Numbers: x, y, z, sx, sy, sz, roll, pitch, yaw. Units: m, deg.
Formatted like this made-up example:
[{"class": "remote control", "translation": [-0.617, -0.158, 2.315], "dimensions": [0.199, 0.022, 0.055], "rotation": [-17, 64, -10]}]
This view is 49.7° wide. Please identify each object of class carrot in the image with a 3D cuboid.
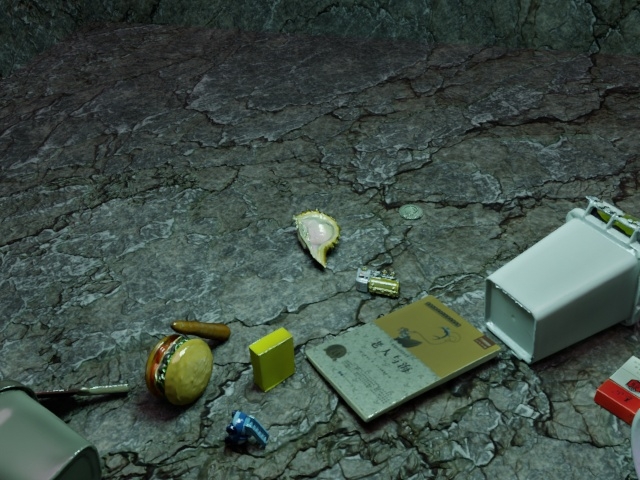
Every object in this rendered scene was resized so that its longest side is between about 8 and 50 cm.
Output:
[{"class": "carrot", "translation": [-0.280, 0.210, 1.624], "dimensions": [0.043, 0.248, 0.043], "rotation": [-4, 78, 21]}]

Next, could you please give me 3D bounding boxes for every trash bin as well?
[{"class": "trash bin", "translation": [0.586, 0.100, 1.655], "dimensions": [0.367, 0.296, 0.256], "rotation": [-25, 43, -18]}, {"class": "trash bin", "translation": [-0.580, 0.429, 1.338], "dimensions": [0.250, 0.220, 0.219], "rotation": [24, 45, 20]}]

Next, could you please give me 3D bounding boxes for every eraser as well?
[{"class": "eraser", "translation": [-0.108, 0.273, 1.581], "dimensions": [0.097, 0.122, 0.045], "rotation": [-27, 42, -30]}]

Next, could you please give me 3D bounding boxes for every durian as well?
[{"class": "durian", "translation": [-0.008, 0.007, 1.978], "dimensions": [0.140, 0.078, 0.224], "rotation": [3, 46, -13]}]

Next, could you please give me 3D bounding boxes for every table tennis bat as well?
[{"class": "table tennis bat", "translation": [-0.565, 0.338, 1.533], "dimensions": [0.274, 0.154, 0.021], "rotation": [0, 75, -24]}]

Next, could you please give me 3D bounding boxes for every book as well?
[{"class": "book", "translation": [0.193, 0.265, 1.636], "dimensions": [0.388, 0.032, 0.269], "rotation": [-21, 36, -25]}]

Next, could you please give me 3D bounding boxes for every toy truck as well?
[{"class": "toy truck", "translation": [0.153, 0.114, 1.839], "dimensions": [0.123, 0.052, 0.063], "rotation": [10, 45, 14]}, {"class": "toy truck", "translation": [-0.153, 0.404, 1.460], "dimensions": [0.090, 0.073, 0.056], "rotation": [17, 39, 2]}]

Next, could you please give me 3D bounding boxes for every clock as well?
[{"class": "clock", "translation": [0.279, -0.090, 2.138], "dimensions": [0.074, 0.010, 0.083], "rotation": [-3, 36, 0]}]

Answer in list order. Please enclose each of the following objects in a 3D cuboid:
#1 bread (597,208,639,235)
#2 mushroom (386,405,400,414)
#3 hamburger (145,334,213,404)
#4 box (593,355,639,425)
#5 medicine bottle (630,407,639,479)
[{"class": "bread", "translation": [0.830, 0.001, 1.939], "dimensions": [0.236, 0.070, 0.236], "rotation": [0, 36, 0]}, {"class": "mushroom", "translation": [0.161, 0.351, 1.548], "dimensions": [0.049, 0.019, 0.101], "rotation": [6, 32, 12]}, {"class": "hamburger", "translation": [-0.315, 0.289, 1.551], "dimensions": [0.115, 0.162, 0.162], "rotation": [12, 39, 28]}, {"class": "box", "translation": [0.691, 0.331, 1.526], "dimensions": [0.152, 0.048, 0.100], "rotation": [-27, 42, -32]}, {"class": "medicine bottle", "translation": [0.811, 0.399, 1.287], "dimensions": [0.388, 0.219, 0.219], "rotation": [-2, 37, -2]}]
